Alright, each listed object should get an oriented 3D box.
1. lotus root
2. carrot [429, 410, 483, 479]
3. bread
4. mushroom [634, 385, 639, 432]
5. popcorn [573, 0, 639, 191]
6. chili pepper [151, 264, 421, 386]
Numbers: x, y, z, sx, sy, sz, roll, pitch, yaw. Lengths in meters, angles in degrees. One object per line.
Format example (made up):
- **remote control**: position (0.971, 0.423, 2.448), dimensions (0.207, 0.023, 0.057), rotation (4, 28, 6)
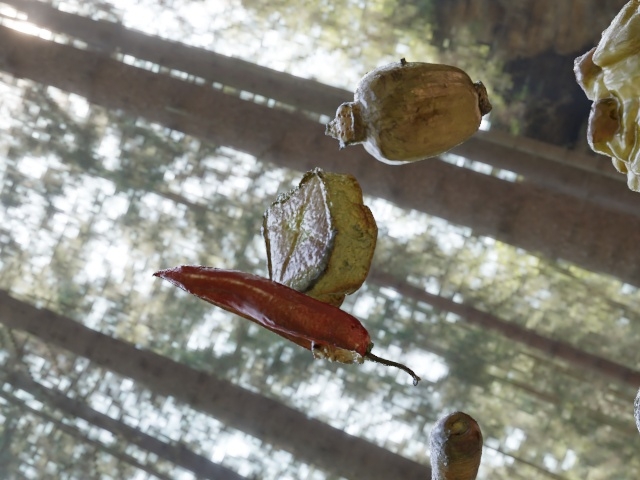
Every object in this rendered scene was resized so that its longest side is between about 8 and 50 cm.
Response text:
- **lotus root**: position (0.142, -0.198, 1.759), dimensions (0.257, 0.140, 0.154), rotation (-16, -90, -22)
- **carrot**: position (0.152, 0.257, 1.327), dimensions (0.060, 0.060, 0.186), rotation (-53, -25, -34)
- **bread**: position (0.000, 0.000, 1.256), dimensions (0.069, 0.140, 0.128), rotation (14, -42, -36)
- **mushroom**: position (0.491, 0.205, 1.371), dimensions (0.138, 0.231, 0.194), rotation (-58, -35, -37)
- **popcorn**: position (0.466, -0.175, 1.417), dimensions (0.225, 0.332, 0.265), rotation (56, -132, -58)
- **chili pepper**: position (-0.028, 0.070, 1.078), dimensions (0.059, 0.268, 0.050), rotation (86, -152, -79)
